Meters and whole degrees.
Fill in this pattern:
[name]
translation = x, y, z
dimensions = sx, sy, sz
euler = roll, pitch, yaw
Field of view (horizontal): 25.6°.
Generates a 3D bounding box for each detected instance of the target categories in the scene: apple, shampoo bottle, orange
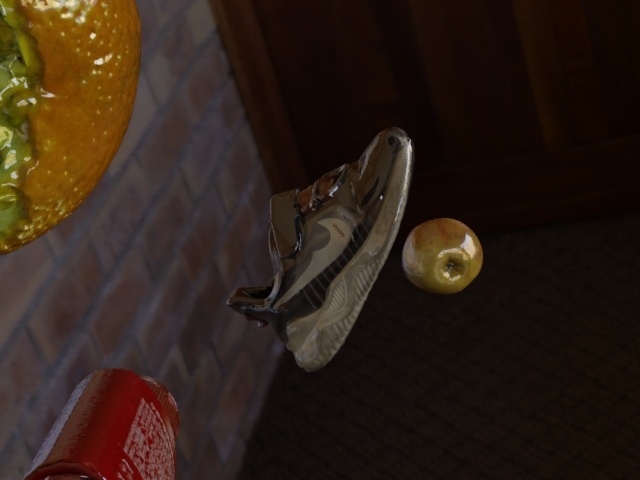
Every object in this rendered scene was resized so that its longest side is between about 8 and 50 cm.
[apple]
translation = 0.124, 0.018, 1.432
dimensions = 0.084, 0.084, 0.071
euler = -18, 28, 0
[shampoo bottle]
translation = -0.141, 0.158, 0.941
dimensions = 0.076, 0.118, 0.314
euler = -19, 9, 1
[orange]
translation = -0.196, -0.109, 0.840
dimensions = 0.179, 0.237, 0.158
euler = 24, 24, 34

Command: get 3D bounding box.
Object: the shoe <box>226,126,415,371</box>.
[shoe]
translation = 0.000, 0.000, 1.189
dimensions = 0.112, 0.227, 0.099
euler = 21, 20, -1
